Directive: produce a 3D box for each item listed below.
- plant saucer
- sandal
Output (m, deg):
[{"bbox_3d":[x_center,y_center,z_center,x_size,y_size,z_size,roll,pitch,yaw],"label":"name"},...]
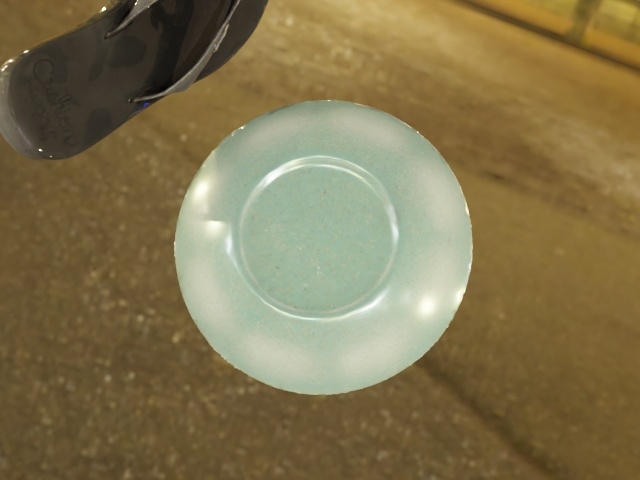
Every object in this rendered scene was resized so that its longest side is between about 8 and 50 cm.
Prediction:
[{"bbox_3d":[0.000,0.000,0.980,0.195,0.195,0.037,22,-7,8],"label":"plant saucer"},{"bbox_3d":[-0.106,-0.134,1.020,0.054,0.097,0.254,-1,37,46],"label":"sandal"}]
